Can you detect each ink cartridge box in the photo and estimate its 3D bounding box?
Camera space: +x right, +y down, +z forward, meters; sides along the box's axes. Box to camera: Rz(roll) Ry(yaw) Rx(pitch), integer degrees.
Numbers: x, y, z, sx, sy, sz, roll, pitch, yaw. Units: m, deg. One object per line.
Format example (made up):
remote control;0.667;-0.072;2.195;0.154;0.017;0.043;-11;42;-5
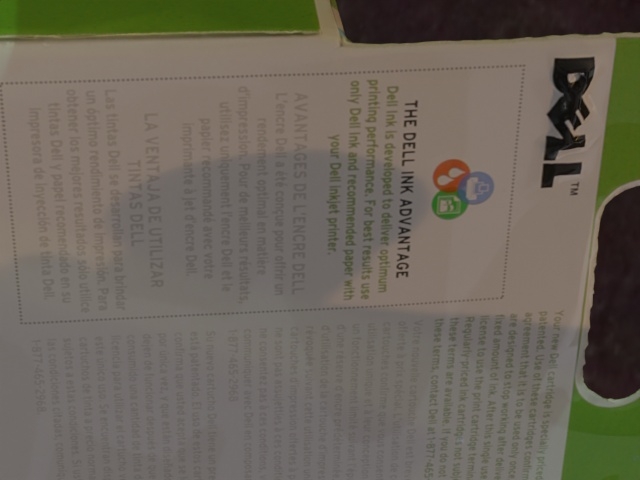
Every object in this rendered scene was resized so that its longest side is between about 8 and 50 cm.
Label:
ink cartridge box;0.000;0.000;0.534;0.255;0.097;0.189;-3;122;-7
